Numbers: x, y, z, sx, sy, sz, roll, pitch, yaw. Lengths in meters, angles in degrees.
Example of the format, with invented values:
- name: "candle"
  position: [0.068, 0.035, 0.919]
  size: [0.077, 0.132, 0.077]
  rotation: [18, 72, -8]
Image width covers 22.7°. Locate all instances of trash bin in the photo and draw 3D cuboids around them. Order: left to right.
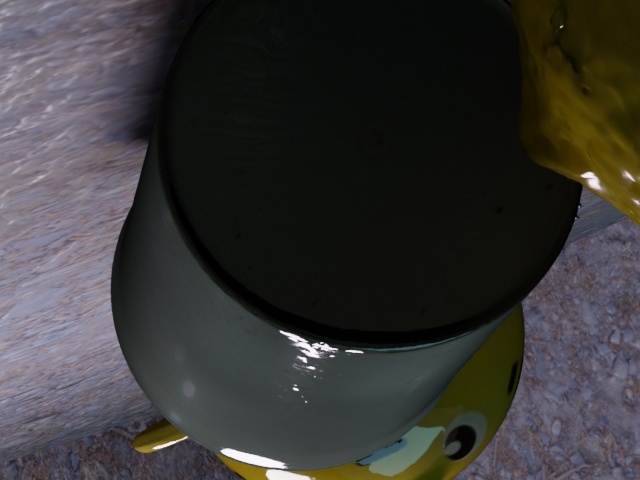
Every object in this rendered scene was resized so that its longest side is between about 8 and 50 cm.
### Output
- name: "trash bin"
  position: [0.000, 0.000, 1.086]
  size: [0.280, 0.280, 0.432]
  rotation: [-20, 169, -13]

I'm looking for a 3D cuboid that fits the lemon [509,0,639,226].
- name: "lemon"
  position: [0.256, -0.132, 0.762]
  size: [0.336, 0.336, 0.336]
  rotation: [-21, 172, -3]

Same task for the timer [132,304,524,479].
- name: "timer"
  position: [0.021, 0.099, 1.476]
  size: [0.376, 0.376, 0.387]
  rotation: [-22, -177, 6]

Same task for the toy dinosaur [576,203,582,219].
- name: "toy dinosaur"
  position: [0.219, -0.049, 2.093]
  size: [0.292, 0.120, 0.079]
  rotation: [4, -156, 43]
